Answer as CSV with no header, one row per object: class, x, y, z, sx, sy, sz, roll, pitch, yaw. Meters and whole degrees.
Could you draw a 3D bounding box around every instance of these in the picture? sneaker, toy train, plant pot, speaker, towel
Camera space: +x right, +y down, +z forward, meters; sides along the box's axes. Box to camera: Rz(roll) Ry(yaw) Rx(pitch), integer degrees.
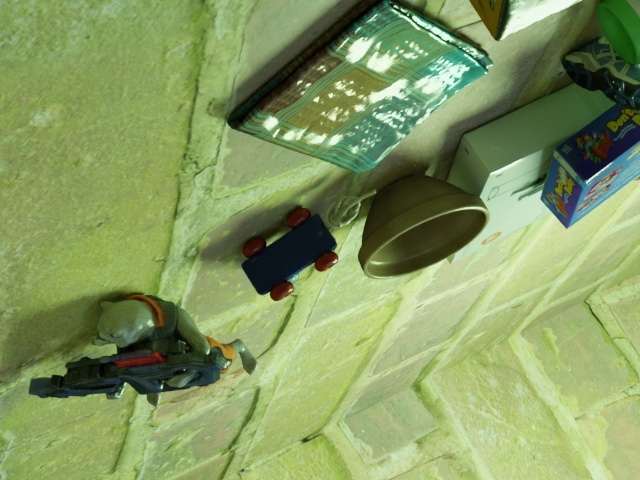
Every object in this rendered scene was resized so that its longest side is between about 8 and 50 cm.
sneaker,0.468,-0.268,1.868,0.081,0.211,0.080,-41,130,-5
toy train,0.000,0.000,1.950,0.248,0.105,0.143,-34,171,7
plant pot,0.163,-0.037,2.053,0.237,0.109,0.237,-20,158,-8
speaker,0.572,-0.385,1.795,0.297,0.131,0.131,-31,161,-1
towel,0.067,-0.202,1.627,0.271,0.040,0.370,-39,159,19

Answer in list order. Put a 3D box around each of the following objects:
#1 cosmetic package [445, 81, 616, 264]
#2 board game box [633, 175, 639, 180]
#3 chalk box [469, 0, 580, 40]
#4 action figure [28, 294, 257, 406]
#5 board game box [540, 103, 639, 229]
cosmetic package,0.365,-0.123,2.186,0.285,0.097,0.377,-24,159,-15
board game box,0.670,-0.219,2.405,0.224,0.097,0.303,-43,157,31
chalk box,0.248,-0.350,1.095,0.289,0.179,0.180,-27,159,-9
action figure,-0.292,0.175,1.936,0.342,0.178,0.330,-7,157,12
board game box,0.548,-0.184,2.060,0.347,0.078,0.233,-36,163,-9
